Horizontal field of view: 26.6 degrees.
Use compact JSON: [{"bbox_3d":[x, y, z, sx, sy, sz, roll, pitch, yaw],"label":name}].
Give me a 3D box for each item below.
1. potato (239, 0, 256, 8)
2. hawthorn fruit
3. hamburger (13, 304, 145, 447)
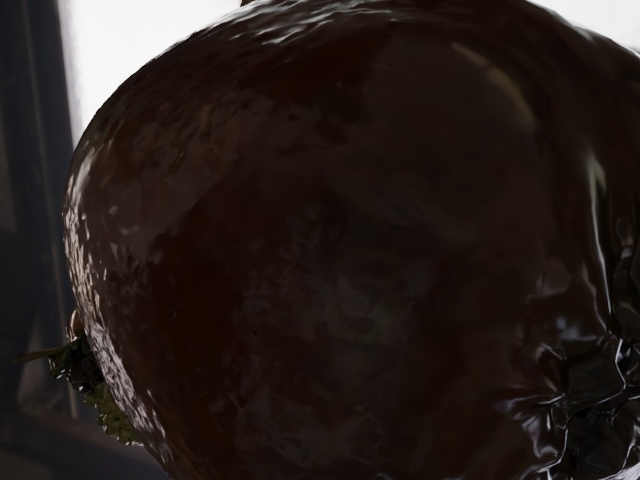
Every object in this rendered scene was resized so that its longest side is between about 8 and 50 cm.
[{"bbox_3d":[-0.055,-0.204,1.283,0.062,0.068,0.083,13,-133,19],"label":"potato"},{"bbox_3d":[0.000,0.000,0.442,0.199,0.199,0.251,-28,-142,-37],"label":"hawthorn fruit"},{"bbox_3d":[-0.081,0.069,1.019,0.243,0.138,0.262,-30,175,25],"label":"hamburger"}]
